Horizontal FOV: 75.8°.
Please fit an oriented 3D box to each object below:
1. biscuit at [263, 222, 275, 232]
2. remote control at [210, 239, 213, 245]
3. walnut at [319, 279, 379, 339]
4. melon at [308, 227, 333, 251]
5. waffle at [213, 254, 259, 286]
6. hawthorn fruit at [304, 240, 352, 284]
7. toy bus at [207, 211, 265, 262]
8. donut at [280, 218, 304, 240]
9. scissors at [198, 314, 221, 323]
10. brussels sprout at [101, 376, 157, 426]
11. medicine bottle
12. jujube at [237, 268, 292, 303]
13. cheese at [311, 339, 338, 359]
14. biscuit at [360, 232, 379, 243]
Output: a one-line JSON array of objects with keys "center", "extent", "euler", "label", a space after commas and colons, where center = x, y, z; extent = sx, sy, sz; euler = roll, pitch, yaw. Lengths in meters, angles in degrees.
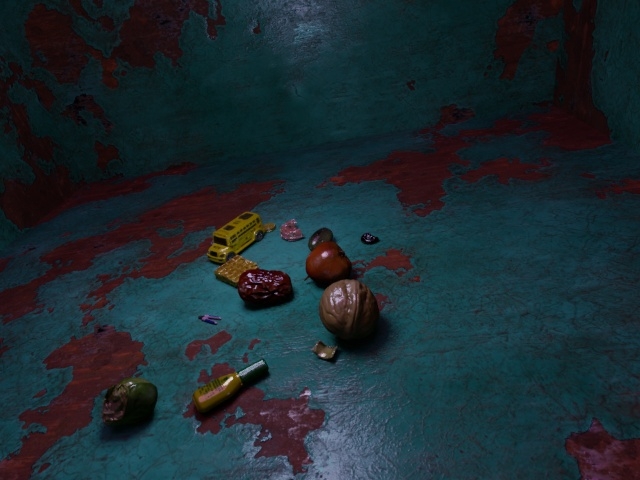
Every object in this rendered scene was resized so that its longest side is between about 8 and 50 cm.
[{"center": [-0.294, -0.073, 2.325], "extent": [0.084, 0.023, 0.084], "euler": [-9, 31, 5], "label": "biscuit"}, {"center": [-0.548, 0.008, 2.287], "extent": [0.124, 0.018, 0.053], "euler": [-1, 34, 19], "label": "remote control"}, {"center": [0.103, 0.253, 1.481], "extent": [0.227, 0.228, 0.228], "euler": [-9, 31, 5], "label": "walnut"}, {"center": [0.000, 0.000, 2.032], "extent": [0.099, 0.099, 0.162], "euler": [11, 40, 34], "label": "melon"}, {"center": [-0.383, 0.150, 1.961], "extent": [0.210, 0.055, 0.160], "euler": [16, 42, 39], "label": "waffle"}, {"center": [0.016, 0.115, 1.787], "extent": [0.225, 0.196, 0.197], "euler": [-32, 27, 16], "label": "hawthorn fruit"}, {"center": [-0.451, -0.018, 2.167], "extent": [0.144, 0.152, 0.330], "euler": [14, 39, 34], "label": "toy bus"}, {"center": [-0.164, -0.050, 2.203], "extent": [0.117, 0.065, 0.166], "euler": [-22, 31, -16], "label": "donut"}, {"center": [-0.473, 0.331, 1.739], "extent": [0.113, 0.012, 0.039], "euler": [5, 34, 26], "label": "scissors"}, {"center": [-0.618, 0.529, 1.349], "extent": [0.183, 0.145, 0.131], "euler": [-48, 56, 19], "label": "brussels sprout"}, {"center": [-0.297, 0.479, 1.383], "extent": [0.260, 0.064, 0.095], "euler": [-26, 28, -21], "label": "medicine bottle"}, {"center": [-0.235, 0.193, 1.755], "extent": [0.230, 0.155, 0.155], "euler": [-5, 31, -1], "label": "jujube"}, {"center": [0.015, 0.386, 1.449], "extent": [0.084, 0.041, 0.060], "euler": [17, 47, 16], "label": "cheese"}, {"center": [0.243, -0.010, 2.029], "extent": [0.089, 0.027, 0.087], "euler": [-10, 32, 4], "label": "biscuit"}]
